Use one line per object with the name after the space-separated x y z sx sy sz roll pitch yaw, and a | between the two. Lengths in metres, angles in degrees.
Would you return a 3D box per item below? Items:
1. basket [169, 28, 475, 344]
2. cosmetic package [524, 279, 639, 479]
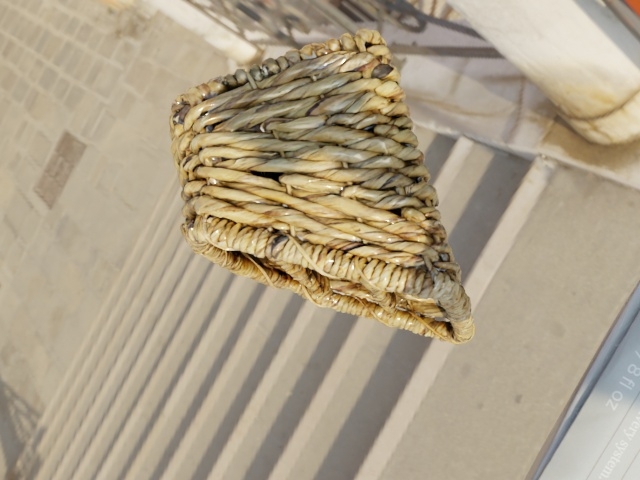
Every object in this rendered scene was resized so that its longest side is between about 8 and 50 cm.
0.000 0.000 0.732 0.213 0.299 0.223 -18 76 7 | basket
0.209 0.114 0.324 0.238 0.107 0.127 29 94 19 | cosmetic package
